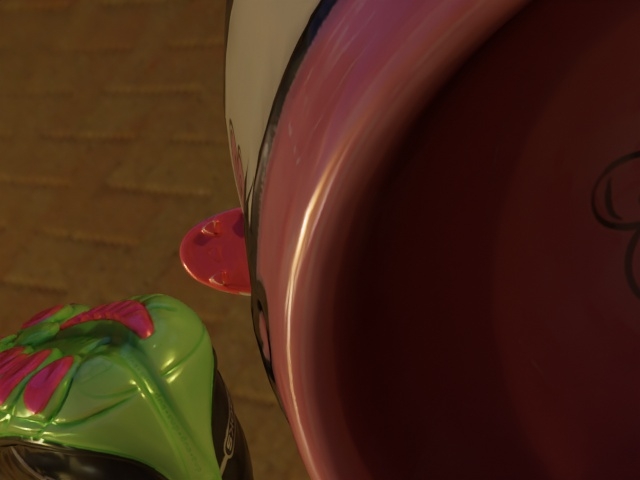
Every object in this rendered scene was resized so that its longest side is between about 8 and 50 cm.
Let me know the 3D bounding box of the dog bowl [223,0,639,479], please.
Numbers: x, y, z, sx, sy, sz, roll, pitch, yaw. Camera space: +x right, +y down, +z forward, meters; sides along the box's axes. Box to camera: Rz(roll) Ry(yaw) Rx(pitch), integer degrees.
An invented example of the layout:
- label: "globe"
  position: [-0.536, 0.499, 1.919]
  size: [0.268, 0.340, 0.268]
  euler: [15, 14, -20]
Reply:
- label: "dog bowl"
  position: [0.161, -0.003, 0.515]
  size: [0.408, 0.408, 0.150]
  euler: [-30, 26, 25]

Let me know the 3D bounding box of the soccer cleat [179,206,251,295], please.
- label: "soccer cleat"
  position: [0.000, 0.000, 1.492]
  size: [0.248, 0.083, 0.095]
  euler: [-11, -3, 2]

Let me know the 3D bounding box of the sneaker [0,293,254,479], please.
- label: "sneaker"
  position: [-0.175, 0.158, 1.206]
  size: [0.185, 0.202, 0.483]
  euler: [-30, 7, -17]
